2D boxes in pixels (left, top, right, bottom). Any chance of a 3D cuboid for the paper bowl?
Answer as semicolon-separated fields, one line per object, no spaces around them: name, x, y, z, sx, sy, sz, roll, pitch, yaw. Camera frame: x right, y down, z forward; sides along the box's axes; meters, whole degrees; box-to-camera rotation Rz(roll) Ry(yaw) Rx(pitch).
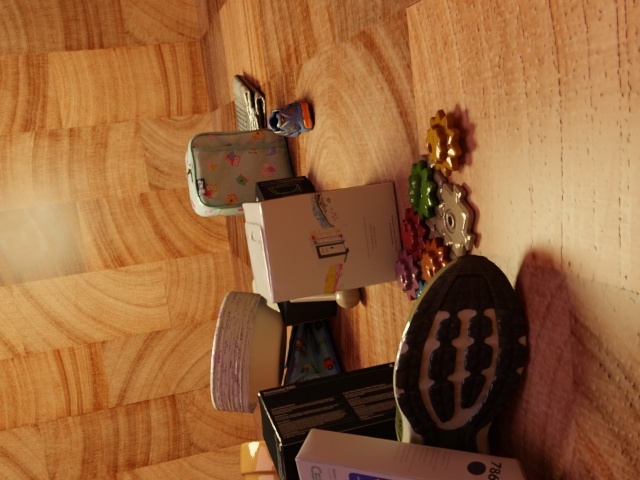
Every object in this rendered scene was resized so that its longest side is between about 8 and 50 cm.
paper bowl;-0.162;0.266;1.593;0.284;0.148;0.284;4;-90;-86

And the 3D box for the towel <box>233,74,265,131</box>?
towel;-0.228;-0.348;2.137;0.324;0.056;0.312;-128;32;-60

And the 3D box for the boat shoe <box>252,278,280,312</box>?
boat shoe;-0.136;0.085;1.977;0.116;0.097;0.325;19;132;26

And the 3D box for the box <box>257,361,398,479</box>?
box;0.043;0.308;1.125;0.184;0.261;0.103;-135;38;-66

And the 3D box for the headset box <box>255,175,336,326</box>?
headset box;-0.056;0.027;1.575;0.283;0.131;0.246;-118;23;-49

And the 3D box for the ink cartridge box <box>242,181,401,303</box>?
ink cartridge box;0.000;0.000;1.154;0.171;0.232;0.168;-172;73;-75

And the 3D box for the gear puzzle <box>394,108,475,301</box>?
gear puzzle;0.153;-0.020;0.941;0.175;0.044;0.339;-117;23;-49

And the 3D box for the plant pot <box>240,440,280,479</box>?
plant pot;-0.030;0.538;1.397;0.291;0.290;0.204;116;157;-65

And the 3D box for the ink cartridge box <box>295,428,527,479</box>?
ink cartridge box;0.141;0.332;0.819;0.065;0.332;0.165;-50;-42;-54

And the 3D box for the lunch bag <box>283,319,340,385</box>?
lunch bag;-0.031;0.278;1.705;0.221;0.138;0.293;99;169;-53

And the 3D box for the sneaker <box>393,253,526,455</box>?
sneaker;0.157;0.184;0.896;0.182;0.158;0.411;-97;9;-61

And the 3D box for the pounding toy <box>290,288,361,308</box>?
pounding toy;-0.024;0.042;1.326;0.110;0.182;0.237;-50;-48;-58

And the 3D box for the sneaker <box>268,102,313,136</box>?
sneaker;-0.086;-0.287;1.583;0.221;0.087;0.083;-172;74;-74

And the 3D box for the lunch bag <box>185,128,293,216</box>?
lunch bag;-0.218;-0.184;1.763;0.108;0.279;0.224;147;116;-69
